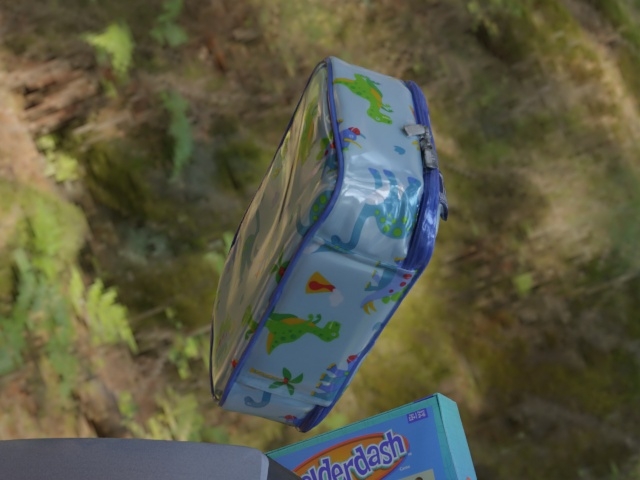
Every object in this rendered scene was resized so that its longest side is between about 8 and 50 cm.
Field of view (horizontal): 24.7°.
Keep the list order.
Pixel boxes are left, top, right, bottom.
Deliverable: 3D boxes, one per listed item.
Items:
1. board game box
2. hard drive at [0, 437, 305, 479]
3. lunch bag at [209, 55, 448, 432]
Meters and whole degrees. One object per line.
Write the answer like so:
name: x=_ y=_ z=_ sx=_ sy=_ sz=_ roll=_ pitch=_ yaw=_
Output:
board game box: x=0.048 y=0.237 z=1.073 sx=0.047 sy=0.160 sz=0.210 roll=32 pitch=41 yaw=-61
hard drive: x=-0.101 y=0.146 z=0.722 sx=0.172 sy=0.254 sz=0.054 roll=42 pitch=49 yaw=-51
lunch bag: x=0.000 y=0.000 z=0.961 sx=0.176 sy=0.090 sz=0.219 roll=-95 pitch=-153 yaw=-52
